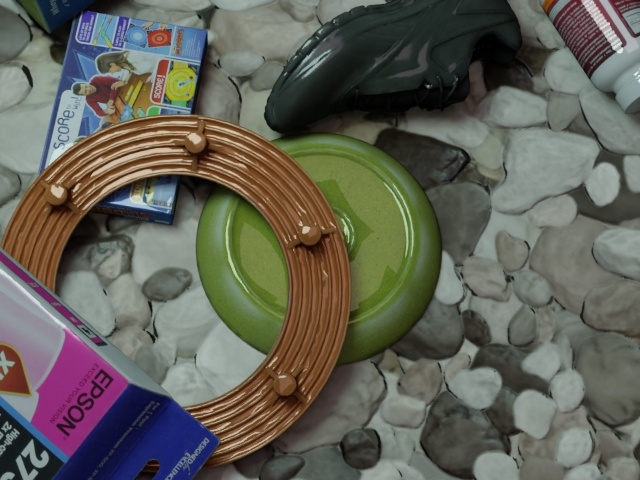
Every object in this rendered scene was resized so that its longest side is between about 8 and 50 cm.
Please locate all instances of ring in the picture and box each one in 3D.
[{"bbox_3d":[-0.139,0.044,1.206,0.336,0.032,0.337,0,81,1],"label":"ring"}]

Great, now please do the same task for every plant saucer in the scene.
[{"bbox_3d":[0.000,0.000,1.259,0.240,0.037,0.241,1,71,-3],"label":"plant saucer"}]

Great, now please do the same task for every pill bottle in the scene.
[{"bbox_3d":[0.294,-0.207,1.321,0.086,0.086,0.152,-26,75,-12],"label":"pill bottle"}]

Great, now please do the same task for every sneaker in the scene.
[{"bbox_3d":[0.077,-0.174,1.291,0.286,0.109,0.130,-32,82,-11],"label":"sneaker"}]

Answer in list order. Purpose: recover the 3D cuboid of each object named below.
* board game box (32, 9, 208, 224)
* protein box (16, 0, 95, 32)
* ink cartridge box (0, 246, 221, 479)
[{"bbox_3d":[-0.194,-0.123,1.290,0.136,0.035,0.201,10,71,0],"label":"board game box"},{"bbox_3d":[-0.247,-0.353,1.264,0.201,0.200,0.136,-39,61,-15],"label":"protein box"},{"bbox_3d":[-0.284,0.126,1.160,0.371,0.069,0.176,39,95,7],"label":"ink cartridge box"}]
